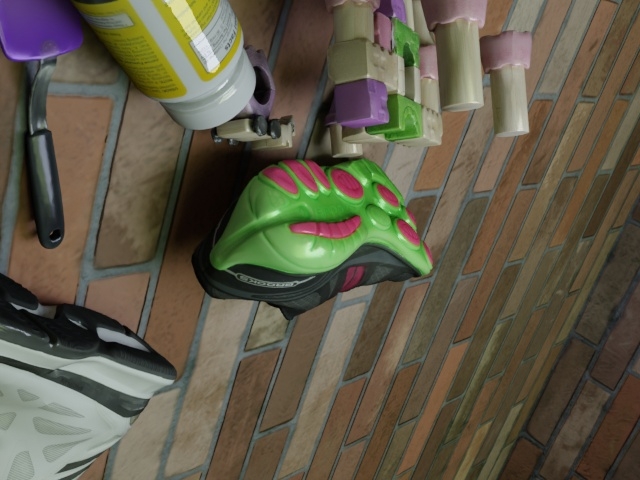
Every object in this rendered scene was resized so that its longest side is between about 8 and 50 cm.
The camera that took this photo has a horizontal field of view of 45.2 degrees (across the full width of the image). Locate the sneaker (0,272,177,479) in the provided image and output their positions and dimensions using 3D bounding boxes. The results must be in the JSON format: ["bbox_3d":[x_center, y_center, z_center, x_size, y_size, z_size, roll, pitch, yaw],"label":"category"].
[{"bbox_3d":[-0.337,0.169,0.731,0.258,0.169,0.447,-55,149,-5],"label":"sneaker"}]

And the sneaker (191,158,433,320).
[{"bbox_3d":[0.000,0.000,1.053,0.202,0.185,0.482,-32,161,25],"label":"sneaker"}]

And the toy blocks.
[{"bbox_3d":[0.065,-0.247,0.887,0.288,0.308,0.260,-2,87,-64],"label":"toy blocks"}]

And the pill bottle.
[{"bbox_3d":[-0.143,-0.203,0.703,0.119,0.119,0.208,-48,146,-12],"label":"pill bottle"}]

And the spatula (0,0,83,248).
[{"bbox_3d":[-0.257,-0.119,0.710,0.084,0.030,0.297,-29,139,-44],"label":"spatula"}]
